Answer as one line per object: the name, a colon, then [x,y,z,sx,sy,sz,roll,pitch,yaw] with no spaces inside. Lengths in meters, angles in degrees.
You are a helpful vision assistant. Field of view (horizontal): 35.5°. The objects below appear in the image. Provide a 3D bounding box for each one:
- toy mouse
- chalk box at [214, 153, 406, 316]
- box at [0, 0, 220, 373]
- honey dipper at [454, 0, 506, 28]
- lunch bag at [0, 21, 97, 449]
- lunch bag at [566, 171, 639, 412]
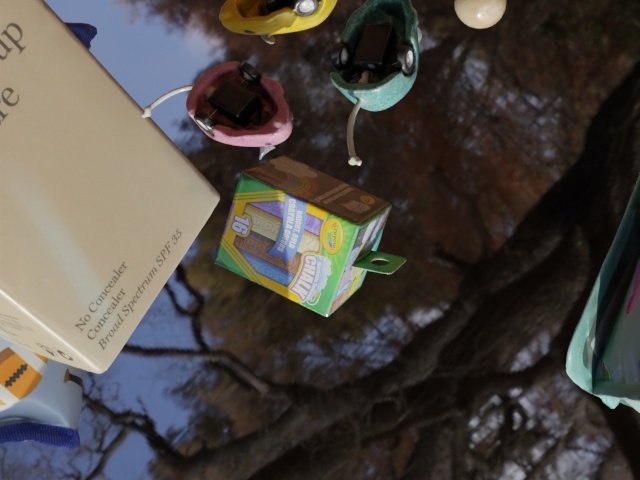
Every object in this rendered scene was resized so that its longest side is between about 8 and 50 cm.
toy mouse: [-0.005,-0.077,0.476,0.143,0.161,0.031,60,-177,36]
chalk box: [0.000,0.000,1.259,0.213,0.132,0.132,26,-158,15]
box: [-0.214,-0.072,0.557,0.121,0.148,0.311,10,152,43]
honey dipper: [0.035,-0.121,0.404,0.030,0.030,0.160,24,-156,-33]
lunch bag: [-0.329,-0.021,0.837,0.239,0.327,0.385,1,-175,-31]
lunch bag: [0.250,0.011,0.563,0.160,0.223,0.262,21,177,-1]
